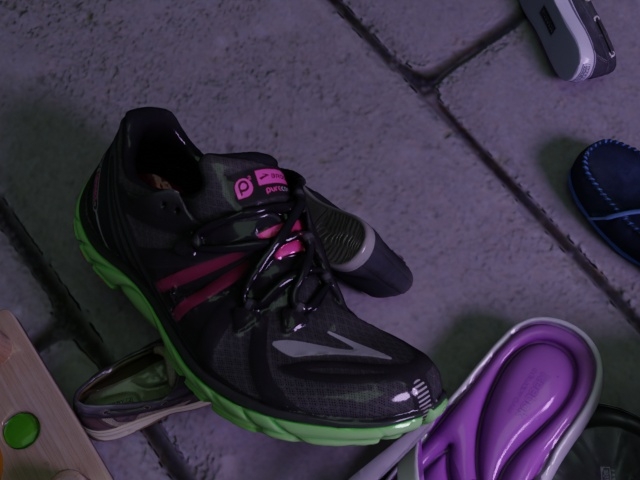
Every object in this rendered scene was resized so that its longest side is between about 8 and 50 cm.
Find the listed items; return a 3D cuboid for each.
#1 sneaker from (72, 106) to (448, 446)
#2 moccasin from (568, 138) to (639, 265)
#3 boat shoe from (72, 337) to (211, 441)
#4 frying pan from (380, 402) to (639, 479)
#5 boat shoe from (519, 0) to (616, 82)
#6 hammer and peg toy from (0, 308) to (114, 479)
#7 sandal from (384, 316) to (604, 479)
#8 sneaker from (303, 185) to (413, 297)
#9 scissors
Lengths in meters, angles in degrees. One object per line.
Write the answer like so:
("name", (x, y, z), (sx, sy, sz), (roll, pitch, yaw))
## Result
("sneaker", (-0.076, 0.025, 0.980), (0.482, 0.202, 0.185), (36, 32, 26))
("moccasin", (0.434, -0.008, 1.099), (0.342, 0.117, 0.138), (39, 72, 15))
("boat shoe", (-0.157, 0.141, 1.056), (0.223, 0.073, 0.080), (-25, 66, -11))
("frying pan", (0.235, 0.235, 1.034), (0.326, 0.053, 0.197), (24, 67, 7))
("boat shoe", (0.313, -0.301, 1.254), (0.076, 0.080, 0.229), (-6, 62, -22))
("hammer and peg toy", (-0.397, 0.196, 1.005), (0.266, 0.127, 0.361), (-34, 71, -12))
("sandal", (0.140, 0.234, 0.961), (0.169, 0.102, 0.416), (20, 64, 24))
("sneaker", (0.000, 0.000, 1.125), (0.222, 0.118, 0.083), (33, 85, 43))
("scissors", (-0.006, 0.265, 0.968), (0.109, 0.021, 0.297), (34, 94, 26))
